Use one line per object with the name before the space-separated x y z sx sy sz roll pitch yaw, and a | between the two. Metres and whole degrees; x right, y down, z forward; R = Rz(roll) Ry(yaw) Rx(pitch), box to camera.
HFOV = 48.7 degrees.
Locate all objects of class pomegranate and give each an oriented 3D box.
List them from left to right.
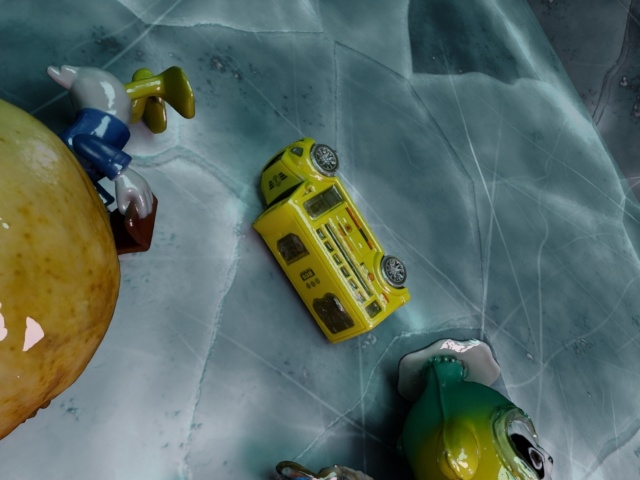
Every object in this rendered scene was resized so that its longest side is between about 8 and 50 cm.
pomegranate | -0.405 0.010 0.697 0.410 0.410 0.409 18 57 -31

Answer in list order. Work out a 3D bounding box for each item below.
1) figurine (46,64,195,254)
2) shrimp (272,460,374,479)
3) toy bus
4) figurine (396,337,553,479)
figurine | -0.340 -0.100 0.985 0.338 0.205 0.283 -18 87 -31
shrimp | 0.085 0.478 1.049 0.445 0.110 0.221 46 55 -16
toy bus | 0.000 0.000 1.189 0.152 0.144 0.330 -35 93 -43
figurine | 0.236 0.340 1.109 0.323 0.232 0.340 56 15 -35
